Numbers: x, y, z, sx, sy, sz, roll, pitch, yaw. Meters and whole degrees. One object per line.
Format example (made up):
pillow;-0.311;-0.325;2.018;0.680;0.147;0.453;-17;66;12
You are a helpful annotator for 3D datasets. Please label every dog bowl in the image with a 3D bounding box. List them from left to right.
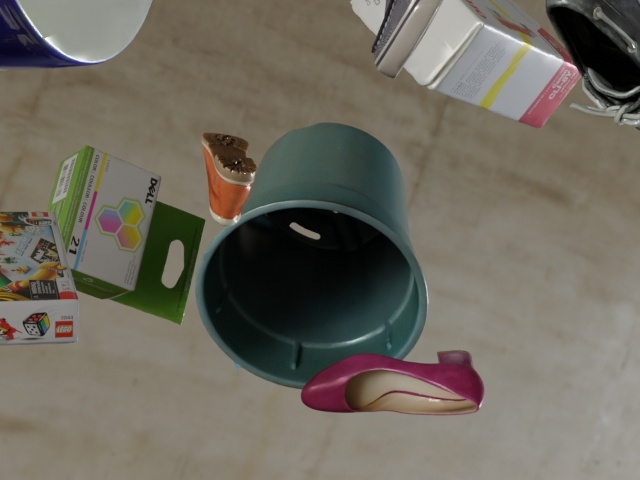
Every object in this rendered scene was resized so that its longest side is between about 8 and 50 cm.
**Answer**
dog bowl;-0.232;-0.268;0.973;0.104;0.265;0.265;2;-5;21

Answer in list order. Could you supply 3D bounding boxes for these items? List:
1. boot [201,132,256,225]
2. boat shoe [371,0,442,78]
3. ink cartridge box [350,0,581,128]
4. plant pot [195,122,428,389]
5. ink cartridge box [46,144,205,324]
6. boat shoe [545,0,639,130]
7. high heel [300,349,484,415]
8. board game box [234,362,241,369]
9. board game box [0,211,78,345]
boot;-0.119;-0.079;1.497;0.059;0.084;0.158;6;26;-14
boat shoe;0.107;-0.384;1.527;0.158;0.340;0.127;27;10;0
ink cartridge box;0.284;-0.385;2.327;0.385;0.160;0.279;9;35;-50
plant pot;0.000;0.000;1.921;0.341;0.341;0.334;19;32;-7
ink cartridge box;-0.278;-0.004;1.827;0.255;0.189;0.097;22;-23;-29
boat shoe;0.305;-0.165;1.208;0.113;0.105;0.306;12;-24;36
high heel;0.093;0.207;1.618;0.244;0.082;0.117;-6;24;3
board game box;-0.140;0.131;2.115;0.026;0.103;0.154;-13;70;-53
board game box;-0.373;0.035;1.327;0.193;0.053;0.305;-1;18;-17
